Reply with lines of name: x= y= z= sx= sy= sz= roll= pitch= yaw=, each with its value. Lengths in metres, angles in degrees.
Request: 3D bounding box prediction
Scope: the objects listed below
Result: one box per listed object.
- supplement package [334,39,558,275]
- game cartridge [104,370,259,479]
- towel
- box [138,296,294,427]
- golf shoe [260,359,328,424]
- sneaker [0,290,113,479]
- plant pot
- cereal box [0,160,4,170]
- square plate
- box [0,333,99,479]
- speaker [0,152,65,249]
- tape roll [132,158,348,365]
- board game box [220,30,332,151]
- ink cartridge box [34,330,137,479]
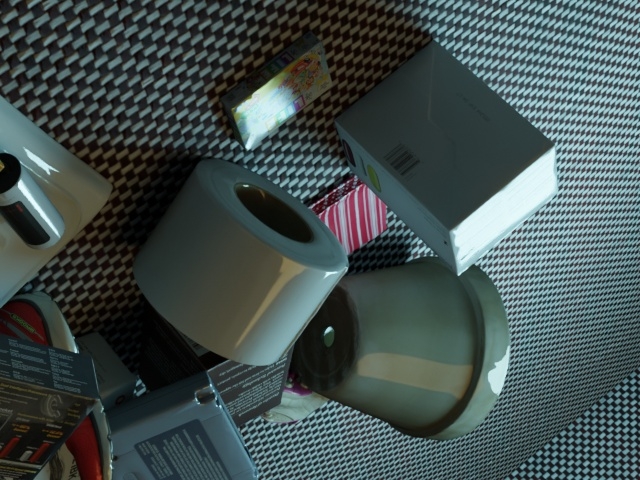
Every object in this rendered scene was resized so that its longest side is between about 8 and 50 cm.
supplement package: x=0.185 y=-0.122 z=1.984 sx=0.204 sy=0.262 sz=0.145 roll=-39 pitch=151 yaw=-9
game cartridge: x=-0.213 y=0.306 z=1.943 sx=0.198 sy=0.062 sz=0.297 roll=-19 pitch=143 yaw=-1
towel: x=0.000 y=0.000 z=2.156 sx=0.275 sy=0.031 sz=0.199 roll=-35 pitch=152 yaw=-18
box: x=-0.157 y=0.165 z=2.019 sx=0.167 sy=0.168 sz=0.203 roll=-26 pitch=148 yaw=-30
golf shoe: x=-0.075 y=0.266 z=2.336 sx=0.140 sy=0.115 sz=0.306 roll=-48 pitch=151 yaw=14
sneaker: x=-0.356 y=0.207 z=1.747 sx=0.118 sy=0.279 sz=0.107 roll=-24 pitch=179 yaw=-21
plant pot: x=0.115 y=0.172 z=2.301 sx=0.280 sy=0.323 sz=0.323 roll=10 pitch=123 yaw=-38
cereal box: x=-0.470 y=-0.046 z=1.381 sx=0.240 sy=0.047 sz=0.173 roll=-46 pitch=131 yaw=2
square plate: x=-0.431 y=0.005 z=1.562 sx=0.347 sy=0.049 sz=0.344 roll=-45 pitch=153 yaw=0
box: x=-0.454 y=0.203 z=1.582 sx=0.307 sy=0.077 sz=0.242 roll=18 pitch=126 yaw=-35
speaker: x=-0.336 y=-0.043 z=1.513 sx=0.055 sy=0.055 sz=0.136 roll=-39 pitch=152 yaw=-9
tape roll: x=-0.108 y=0.027 z=1.817 sx=0.246 sy=0.246 sz=0.169 roll=7 pitch=123 yaw=-56
board game box: x=-0.057 y=-0.199 z=1.807 sx=0.154 sy=0.026 sz=0.103 roll=-39 pitch=152 yaw=-11
ink cartridge box: x=-0.408 y=0.264 z=1.876 sx=0.272 sy=0.114 sz=0.197 roll=-20 pitch=143 yaw=-39
